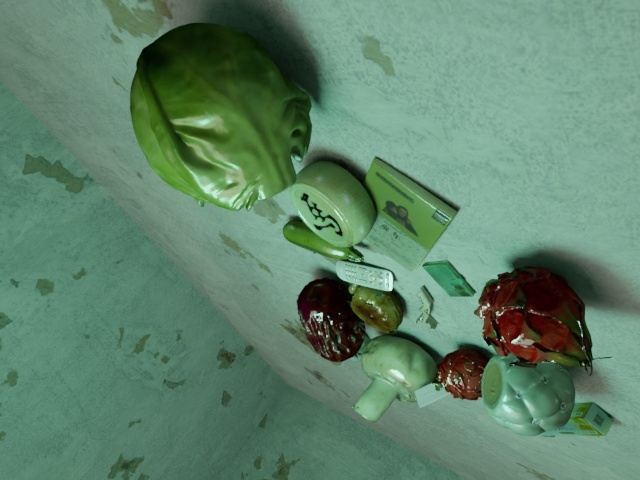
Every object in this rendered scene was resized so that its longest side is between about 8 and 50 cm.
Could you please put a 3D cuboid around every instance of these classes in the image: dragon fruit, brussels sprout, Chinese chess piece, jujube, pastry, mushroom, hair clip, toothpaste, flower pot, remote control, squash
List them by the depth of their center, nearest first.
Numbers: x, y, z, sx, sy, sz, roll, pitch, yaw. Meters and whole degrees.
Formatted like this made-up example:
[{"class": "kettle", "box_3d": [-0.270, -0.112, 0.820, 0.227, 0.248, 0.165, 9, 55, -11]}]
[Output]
[{"class": "dragon fruit", "box_3d": [0.491, 0.177, 1.152, 0.293, 0.234, 0.234, 32, 156, 22]}, {"class": "brussels sprout", "box_3d": [-0.245, -0.289, 1.164, 0.425, 0.342, 0.361, 15, 149, 41]}, {"class": "Chinese chess piece", "box_3d": [0.030, -0.094, 1.400, 0.250, 0.101, 0.250, 37, 156, 19]}, {"class": "flower pot", "box_3d": [0.566, 0.415, 1.445, 0.195, 0.246, 0.246, 12, 155, -3]}, {"class": "toothpaste", "box_3d": [0.774, 0.568, 1.652, 0.089, 0.071, 0.313, 40, 157, 4]}, {"class": "hair clip", "box_3d": [0.340, 0.218, 1.656, 0.072, 0.034, 0.226, 23, 151, 23]}, {"class": "squash", "box_3d": [0.000, 0.000, 1.669, 0.341, 0.094, 0.094, 21, 152, 38]}, {"class": "dragon fruit", "box_3d": [0.474, 0.437, 1.699, 0.209, 0.172, 0.172, -16, 126, 37]}, {"class": "remote control", "box_3d": [0.145, 0.111, 1.717, 0.229, 0.044, 0.073, 10, 111, 38]}, {"class": "pastry", "box_3d": [0.189, 0.225, 1.794, 0.229, 0.100, 0.218, 42, 156, -6]}, {"class": "mushroom", "box_3d": [0.266, 0.534, 1.963, 0.314, 0.336, 0.314, 36, 163, 13]}, {"class": "jujube", "box_3d": [0.044, 0.302, 1.980, 0.258, 0.258, 0.376, 22, 145, 31]}]

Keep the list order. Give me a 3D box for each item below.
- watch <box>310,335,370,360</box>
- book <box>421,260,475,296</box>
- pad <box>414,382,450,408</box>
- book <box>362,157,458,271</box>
[{"class": "watch", "box_3d": [0.095, 0.439, 2.282, 0.241, 0.161, 0.253, 20, 156, 8]}, {"class": "book", "box_3d": [0.359, 0.110, 1.454, 0.135, 0.017, 0.103, 45, 156, -18]}, {"class": "pad", "box_3d": [0.443, 0.523, 1.866, 0.156, 0.232, 0.004, 67, 177, -48]}, {"class": "book", "box_3d": [0.196, -0.051, 1.368, 0.239, 0.035, 0.352, 37, 157, 10]}]
